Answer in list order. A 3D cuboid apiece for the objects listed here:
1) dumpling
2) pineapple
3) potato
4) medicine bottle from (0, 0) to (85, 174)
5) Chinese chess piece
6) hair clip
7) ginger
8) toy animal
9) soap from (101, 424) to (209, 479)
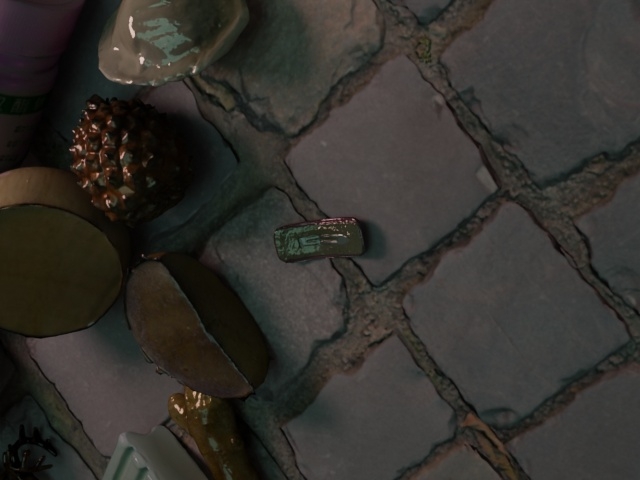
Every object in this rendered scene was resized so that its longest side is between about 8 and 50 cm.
[{"bbox_3d":[-0.201,-0.267,1.617,0.216,0.126,0.166,14,69,7],"label":"dumpling"},{"bbox_3d":[-0.263,-0.122,1.683,0.166,0.166,0.193,-42,74,31],"label":"pineapple"},{"bbox_3d":[-0.178,0.124,1.734,0.138,0.098,0.243,-36,90,35],"label":"potato"},{"bbox_3d":[-0.481,-0.240,1.749,0.212,0.212,0.325,38,117,17],"label":"medicine bottle"},{"bbox_3d":[-0.397,0.018,1.757,0.257,0.104,0.257,-2,128,-3],"label":"Chinese chess piece"},{"bbox_3d":[0.001,0.000,1.643,0.137,0.022,0.054,-7,100,31],"label":"hair clip"},{"bbox_3d":[-0.118,0.332,1.768,0.299,0.065,0.118,59,140,7],"label":"ginger"},{"bbox_3d":[-0.552,0.394,2.022,0.243,0.087,0.260,23,116,22],"label":"toy animal"},{"bbox_3d":[-0.270,0.427,1.848,0.160,0.087,0.265,44,121,33],"label":"soap"}]
